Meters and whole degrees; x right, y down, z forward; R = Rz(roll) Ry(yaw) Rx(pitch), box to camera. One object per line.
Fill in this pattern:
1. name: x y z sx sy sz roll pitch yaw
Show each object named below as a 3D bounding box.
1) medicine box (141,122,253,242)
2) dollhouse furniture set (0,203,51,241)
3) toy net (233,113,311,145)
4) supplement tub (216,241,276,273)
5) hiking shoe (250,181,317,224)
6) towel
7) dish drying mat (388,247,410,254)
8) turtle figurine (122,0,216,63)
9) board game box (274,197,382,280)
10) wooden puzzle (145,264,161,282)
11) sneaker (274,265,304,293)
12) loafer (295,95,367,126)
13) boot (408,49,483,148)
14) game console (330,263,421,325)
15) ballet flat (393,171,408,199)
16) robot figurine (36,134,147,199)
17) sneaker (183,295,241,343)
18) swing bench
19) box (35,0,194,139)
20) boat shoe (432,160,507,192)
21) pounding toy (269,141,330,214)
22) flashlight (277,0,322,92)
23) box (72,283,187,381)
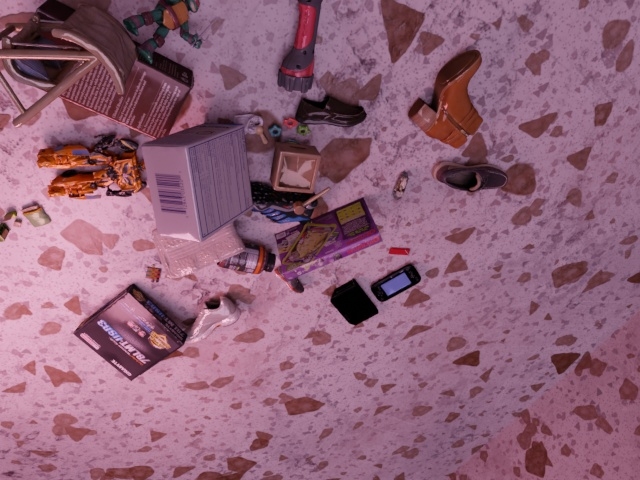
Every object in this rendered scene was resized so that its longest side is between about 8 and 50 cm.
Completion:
1. medicine box: -0.332 -0.174 1.395 0.149 0.289 0.263 7 116 21
2. dollhouse furniture set: -0.936 -0.051 1.544 0.152 0.058 0.076 -18 129 1
3. toy net: -0.150 -0.333 1.504 0.232 0.045 0.122 18 131 -26
4. supplement tub: -0.261 0.061 1.751 0.198 0.106 0.106 14 122 -22
5. hiking shoe: -0.165 -0.107 1.642 0.304 0.113 0.132 7 133 -11
6. towel: -0.411 0.002 1.649 0.282 0.049 0.187 -23 90 4
7. dish drying mat: 0.308 0.043 1.925 0.083 0.008 0.032 3 127 -15
8. turtle figurine: -0.365 -0.557 1.233 0.234 0.118 0.175 -42 128 -16
9. board game box: 0.020 -0.008 1.696 0.347 0.208 0.056 -22 128 5
10. wooden puzzle: -0.603 0.119 1.780 0.049 0.006 0.083 10 124 -19
11. sneaker: -0.104 0.146 1.881 0.065 0.061 0.158 -41 125 10
12. loafer: 0.035 -0.393 1.488 0.220 0.080 0.078 -3 128 -10
13. boot: 0.440 -0.425 1.534 0.220 0.109 0.283 26 119 -27
14. game console: 0.229 0.204 2.007 0.361 0.044 0.213 -31 127 10
15. ballet flat: 0.281 -0.184 1.728 0.041 0.041 0.114 1 126 -13
16. robot figurine: -0.665 -0.206 1.471 0.291 0.085 0.211 -5 128 -9
17. sneaker: -0.444 0.296 1.908 0.263 0.099 0.121 -30 115 5
18. swing bench: -0.555 -0.401 1.071 0.255 0.253 0.165 -18 127 0
19. box: -0.549 -0.433 1.293 0.382 0.143 0.191 22 119 -28
20. boat shoe: 0.534 -0.212 1.728 0.286 0.092 0.102 6 125 -17
21. pounding toy: -0.063 -0.192 1.548 0.181 0.094 0.206 3 121 -19
22. flashlight: -0.051 -0.560 1.331 0.103 0.103 0.303 2 127 -11
23. box: -0.708 0.351 1.850 0.293 0.073 0.295 -35 110 13
